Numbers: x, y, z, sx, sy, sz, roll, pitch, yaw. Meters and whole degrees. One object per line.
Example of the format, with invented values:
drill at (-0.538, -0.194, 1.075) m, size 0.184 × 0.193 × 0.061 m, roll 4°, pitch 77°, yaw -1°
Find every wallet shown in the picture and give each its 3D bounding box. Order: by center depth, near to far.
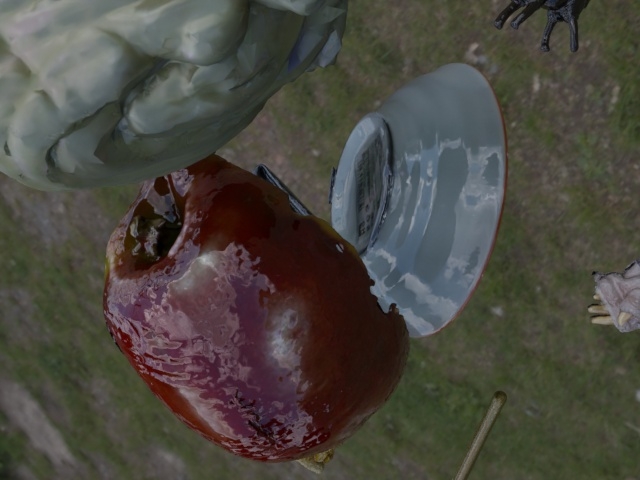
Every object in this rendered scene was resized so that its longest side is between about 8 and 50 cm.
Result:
wallet at (-0.002, 0.002, 1.231) m, size 0.222 × 0.036 × 0.167 m, roll 46°, pitch 177°, yaw 15°

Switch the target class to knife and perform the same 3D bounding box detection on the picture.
knife at (0.136, 0.263, 0.942) m, size 0.022 × 0.046 × 0.256 m, roll 25°, pitch 105°, yaw 9°

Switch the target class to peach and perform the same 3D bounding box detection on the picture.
peach at (-0.033, 0.076, 0.638) m, size 0.159 × 0.154 × 0.267 m, roll 30°, pitch 163°, yaw 40°

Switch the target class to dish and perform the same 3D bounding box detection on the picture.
dish at (0.068, -0.043, 0.854) m, size 0.085 × 0.260 × 0.260 m, roll 9°, pitch 145°, yaw -21°

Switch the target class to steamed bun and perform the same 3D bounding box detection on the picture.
steamed bun at (-0.091, -0.228, 0.480) m, size 0.352 × 0.339 × 0.247 m, roll 62°, pitch 177°, yaw -16°

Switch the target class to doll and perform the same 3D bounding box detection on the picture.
doll at (0.333, -0.356, 1.315) m, size 0.139 × 0.165 × 0.057 m, roll 18°, pitch 179°, yaw -29°

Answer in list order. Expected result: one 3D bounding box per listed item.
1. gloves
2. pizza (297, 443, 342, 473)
gloves at (0.470, 0.075, 1.358) m, size 0.144 × 0.110 × 0.094 m, roll -25°, pitch 147°, yaw 31°
pizza at (0.005, 0.194, 1.033) m, size 0.041 × 0.131 × 0.178 m, roll -109°, pitch 16°, yaw -56°
